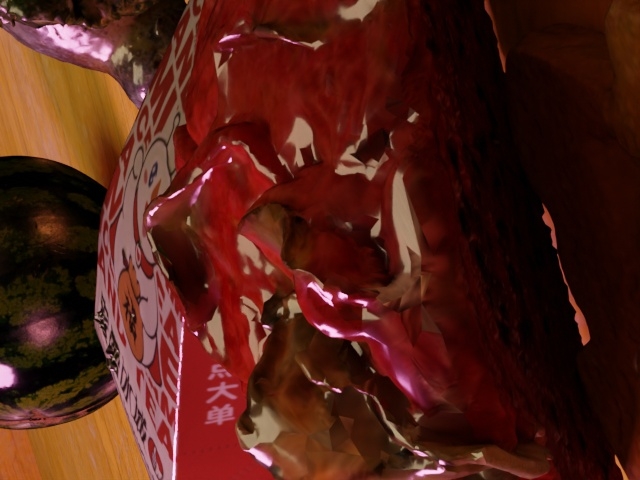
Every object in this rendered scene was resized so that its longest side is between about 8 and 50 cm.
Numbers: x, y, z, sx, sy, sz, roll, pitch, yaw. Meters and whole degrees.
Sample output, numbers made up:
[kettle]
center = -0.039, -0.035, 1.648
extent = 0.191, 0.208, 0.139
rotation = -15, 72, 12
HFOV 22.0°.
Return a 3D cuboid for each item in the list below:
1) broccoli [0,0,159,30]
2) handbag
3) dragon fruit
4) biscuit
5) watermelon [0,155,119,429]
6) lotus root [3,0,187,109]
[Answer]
[broccoli]
center = -0.159, -0.234, 0.727
extent = 0.321, 0.283, 0.304
rotation = -26, 99, 40
[handbag]
center = -0.035, -0.006, 0.862
extent = 0.298, 0.151, 0.171
rotation = 96, 155, -45
[dragon fruit]
center = 0.000, 0.000, 0.612
extent = 0.205, 0.152, 0.317
rotation = -47, -58, -73
[biscuit]
center = 0.149, 0.028, 0.496
extent = 0.301, 0.043, 0.278
rotation = 124, 126, -73
[watermelon]
center = -0.273, 0.050, 1.506
extent = 0.269, 0.269, 0.269
rotation = 57, 160, 34
[lotus root]
center = -0.165, -0.233, 0.966
extent = 0.349, 0.175, 0.175
rotation = 69, 163, -4
